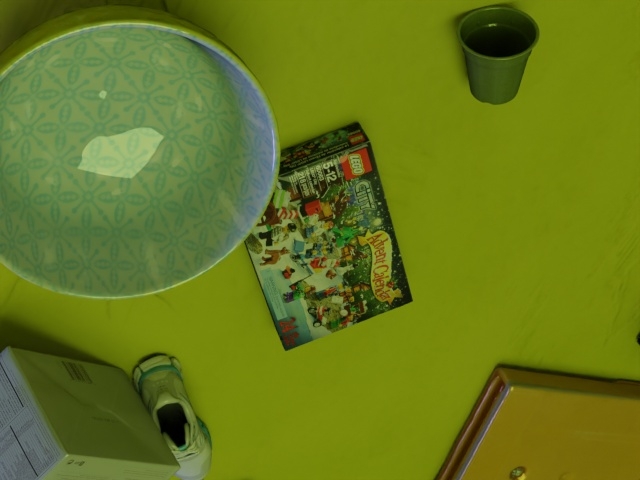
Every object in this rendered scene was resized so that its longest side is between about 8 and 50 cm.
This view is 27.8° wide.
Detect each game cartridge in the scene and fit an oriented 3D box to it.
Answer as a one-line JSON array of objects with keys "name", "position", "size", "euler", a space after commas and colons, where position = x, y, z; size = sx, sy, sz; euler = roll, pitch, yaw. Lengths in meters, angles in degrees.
[{"name": "game cartridge", "position": [0.321, 0.303, 1.745], "size": [0.323, 0.053, 0.285], "euler": [9, 121, -27]}]

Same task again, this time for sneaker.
[{"name": "sneaker", "position": [-0.167, 0.226, 1.494], "size": [0.071, 0.083, 0.191], "euler": [-22, 130, -5]}]

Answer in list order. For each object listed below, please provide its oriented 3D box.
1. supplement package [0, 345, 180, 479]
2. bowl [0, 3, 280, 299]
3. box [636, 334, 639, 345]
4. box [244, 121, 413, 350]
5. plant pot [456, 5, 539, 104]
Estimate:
[{"name": "supplement package", "position": [-0.304, 0.243, 1.378], "size": [0.203, 0.149, 0.194], "euler": [-44, 150, 13]}, {"name": "bowl", "position": [-0.194, -0.103, 1.202], "size": [0.289, 0.156, 0.290], "euler": [-10, 126, -13]}, {"name": "box", "position": [0.564, 0.157, 1.636], "size": [0.261, 0.184, 0.103], "euler": [8, 123, -24]}, {"name": "box", "position": [0.000, 0.000, 1.414], "size": [0.159, 0.044, 0.233], "euler": [-21, 128, -4]}, {"name": "plant pot", "position": [0.181, -0.184, 1.332], "size": [0.083, 0.083, 0.079], "euler": [-14, 139, -9]}]
